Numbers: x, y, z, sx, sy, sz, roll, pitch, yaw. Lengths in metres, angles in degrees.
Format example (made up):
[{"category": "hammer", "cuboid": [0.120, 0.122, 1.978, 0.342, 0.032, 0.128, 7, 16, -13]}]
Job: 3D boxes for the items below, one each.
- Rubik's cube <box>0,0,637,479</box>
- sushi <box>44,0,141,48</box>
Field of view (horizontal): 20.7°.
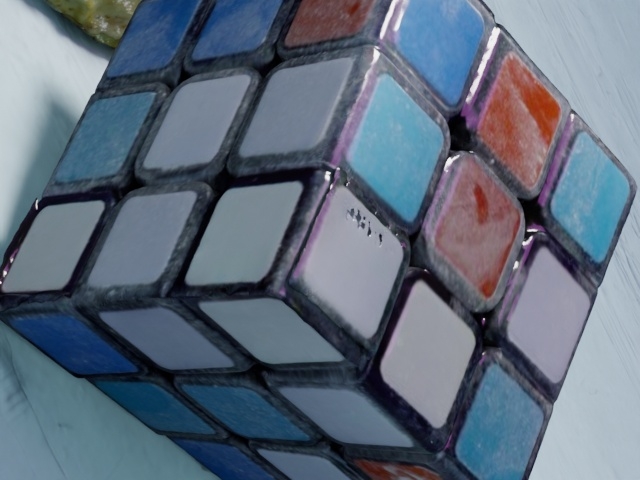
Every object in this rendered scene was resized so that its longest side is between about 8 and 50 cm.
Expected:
[{"category": "Rubik's cube", "cuboid": [0.000, 0.000, 1.477, 0.359, 0.362, 0.363, 44, 56, -33]}, {"category": "sushi", "cuboid": [-0.216, -0.289, 1.640, 0.291, 0.139, 0.131, 45, 26, -33]}]
